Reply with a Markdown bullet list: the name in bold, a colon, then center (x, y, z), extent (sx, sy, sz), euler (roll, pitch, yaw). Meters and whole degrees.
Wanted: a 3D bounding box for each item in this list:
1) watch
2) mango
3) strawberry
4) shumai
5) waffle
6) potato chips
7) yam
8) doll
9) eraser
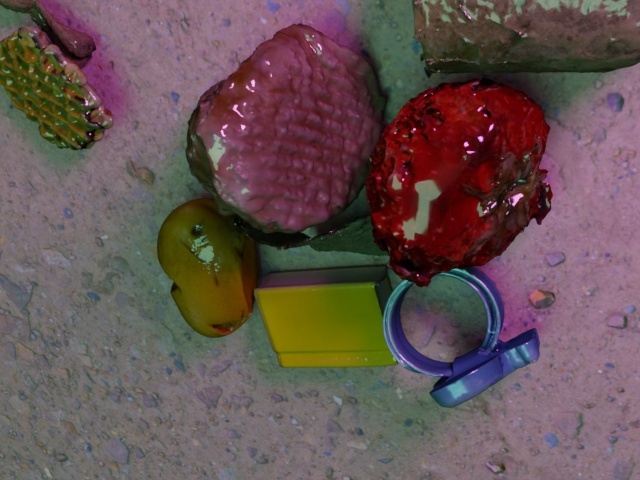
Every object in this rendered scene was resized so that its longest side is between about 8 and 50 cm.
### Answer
- **watch**: center (0.195, 0.121, 1.267), extent (0.211, 0.211, 0.193), euler (-34, 85, 35)
- **mango**: center (-0.176, 0.052, 1.402), extent (0.167, 0.130, 0.262), euler (12, 128, 25)
- **strawberry**: center (0.155, -0.080, 1.116), extent (0.220, 0.274, 0.274), euler (36, 133, 37)
- **shumai**: center (-0.103, -0.149, 1.168), extent (0.262, 0.314, 0.267), euler (9, 107, 37)
- **waffle**: center (-0.411, -0.228, 1.347), extent (0.223, 0.054, 0.204), euler (-7, 124, 50)
- **potato chips**: center (-0.001, -0.008, 1.274), extent (0.228, 0.167, 0.059), euler (-1, 83, 7)
- **yam**: center (0.244, -0.283, 0.978), extent (0.300, 0.195, 0.195), euler (2, 120, 24)
- **doll**: center (-0.463, -0.379, 1.291), extent (0.286, 0.091, 0.203), euler (32, 161, 16)
- **eraser**: center (0.016, 0.125, 1.396), extent (0.226, 0.069, 0.158), euler (-4, 118, 26)
